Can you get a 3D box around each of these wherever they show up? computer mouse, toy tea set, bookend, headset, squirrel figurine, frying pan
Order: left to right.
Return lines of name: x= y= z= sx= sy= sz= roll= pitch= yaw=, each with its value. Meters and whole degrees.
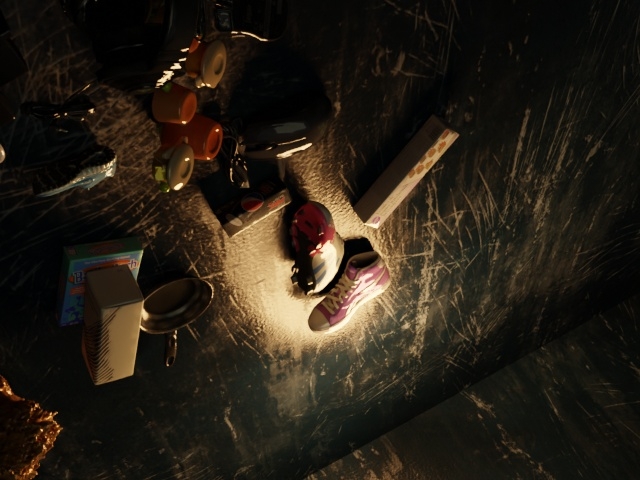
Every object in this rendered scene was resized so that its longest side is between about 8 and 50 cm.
squirrel figurine: x=-0.727 y=0.497 z=1.694 sx=0.281 sy=0.370 sz=0.397 roll=-1 pitch=134 yaw=-41
bookend: x=-0.516 y=-0.251 z=1.212 sx=0.157 sy=0.072 sz=0.156 roll=-32 pitch=146 yaw=-5
headset: x=-0.320 y=-0.313 z=1.165 sx=0.185 sy=0.243 sz=0.394 roll=-13 pitch=156 yaw=-40
toy tea set: x=-0.263 y=-0.264 z=1.393 sx=0.200 sy=0.124 sz=0.335 roll=-46 pitch=148 yaw=-58
frying pan: x=-0.345 y=0.185 z=1.933 sx=0.197 sy=0.053 sz=0.326 roll=-28 pitch=148 yaw=-10
computer mouse: x=-0.149 y=-0.430 z=1.321 sx=0.262 sy=0.060 sz=0.184 roll=-20 pitch=118 yaw=-53
computer mouse: x=-0.083 y=-0.214 z=1.645 sx=0.272 sy=0.072 sz=0.188 roll=-28 pitch=145 yaw=-11

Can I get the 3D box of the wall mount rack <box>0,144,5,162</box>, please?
wall mount rack: x=-0.651 y=-0.166 z=1.123 sx=0.304 sy=0.130 sz=0.350 roll=-5 pitch=146 yaw=31

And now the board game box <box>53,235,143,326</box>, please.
board game box: x=-0.482 y=0.090 z=1.695 sx=0.160 sy=0.047 sz=0.210 roll=-10 pitch=139 yaw=-33

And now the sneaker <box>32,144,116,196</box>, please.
sneaker: x=-0.451 y=-0.113 z=1.456 sx=0.162 sy=0.063 sz=0.073 roll=-23 pitch=148 yaw=-17

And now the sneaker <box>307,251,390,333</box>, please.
sneaker: x=0.064 y=0.133 z=2.199 sx=0.282 sy=0.102 sz=0.161 roll=-40 pitch=145 yaw=-12

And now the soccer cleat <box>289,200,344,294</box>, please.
soccer cleat: x=0.000 y=0.000 z=1.973 sx=0.143 sy=0.116 sz=0.331 roll=-35 pitch=153 yaw=-30

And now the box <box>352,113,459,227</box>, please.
box: x=0.211 y=-0.171 z=1.967 sx=0.063 sy=0.067 sz=0.324 roll=13 pitch=123 yaw=-49

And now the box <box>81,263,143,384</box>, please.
box: x=-0.454 y=0.186 z=1.697 sx=0.094 sy=0.113 sz=0.275 roll=-13 pitch=141 yaw=-29

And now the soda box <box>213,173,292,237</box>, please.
soda box: x=-0.152 y=-0.078 z=1.771 sx=0.169 sy=0.053 sz=0.060 roll=-32 pitch=147 yaw=-6
